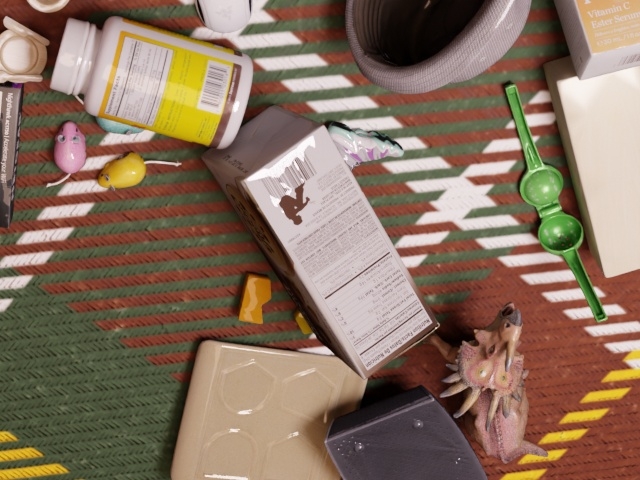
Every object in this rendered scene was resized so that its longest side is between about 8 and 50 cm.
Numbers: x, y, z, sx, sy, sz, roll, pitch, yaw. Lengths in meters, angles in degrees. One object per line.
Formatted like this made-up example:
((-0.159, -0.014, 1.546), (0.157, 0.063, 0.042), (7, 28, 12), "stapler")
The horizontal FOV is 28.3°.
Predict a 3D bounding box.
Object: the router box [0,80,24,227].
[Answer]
((-0.424, -0.109, 1.492), (0.133, 0.046, 0.178), (7, 111, -9), "router box")

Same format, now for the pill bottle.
((-0.193, -0.184, 1.450), (0.215, 0.117, 0.117), (15, 111, -13), "pill bottle")

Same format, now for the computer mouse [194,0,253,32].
((-0.117, -0.326, 1.440), (0.106, 0.042, 0.192), (-13, 114, -3), "computer mouse")

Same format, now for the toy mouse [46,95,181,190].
((-0.267, -0.120, 1.515), (0.161, 0.031, 0.143), (-21, 114, 2), "toy mouse")

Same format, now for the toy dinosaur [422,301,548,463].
((0.222, 0.204, 1.626), (0.127, 0.200, 0.295), (-21, 115, 2), "toy dinosaur")

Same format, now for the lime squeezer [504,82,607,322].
((0.284, -0.042, 1.588), (0.059, 0.110, 0.310), (-22, 84, 20), "lime squeezer")

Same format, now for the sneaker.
((0.048, -0.101, 1.563), (0.098, 0.038, 0.069), (17, 112, -4), "sneaker")

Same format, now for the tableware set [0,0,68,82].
((-0.359, -0.262, 1.426), (0.141, 0.020, 0.168), (16, 98, -27), "tableware set")

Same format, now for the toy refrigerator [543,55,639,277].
((0.361, -0.101, 1.573), (0.102, 0.094, 0.269), (-18, 112, 5), "toy refrigerator")

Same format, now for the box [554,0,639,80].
((0.338, -0.287, 1.445), (0.130, 0.091, 0.170), (-15, 79, -1), "box")

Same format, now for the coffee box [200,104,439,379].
((0.000, 0.000, 1.517), (0.119, 0.168, 0.297), (-36, 115, -10), "coffee box")

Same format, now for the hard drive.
((0.121, 0.298, 1.697), (0.172, 0.054, 0.254), (-23, 130, 10), "hard drive")

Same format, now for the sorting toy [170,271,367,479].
((-0.059, 0.196, 1.679), (0.229, 0.041, 0.307), (10, 105, -14), "sorting toy")

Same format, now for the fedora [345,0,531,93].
((0.155, -0.282, 1.422), (0.124, 0.244, 0.275), (16, 111, -45), "fedora")
